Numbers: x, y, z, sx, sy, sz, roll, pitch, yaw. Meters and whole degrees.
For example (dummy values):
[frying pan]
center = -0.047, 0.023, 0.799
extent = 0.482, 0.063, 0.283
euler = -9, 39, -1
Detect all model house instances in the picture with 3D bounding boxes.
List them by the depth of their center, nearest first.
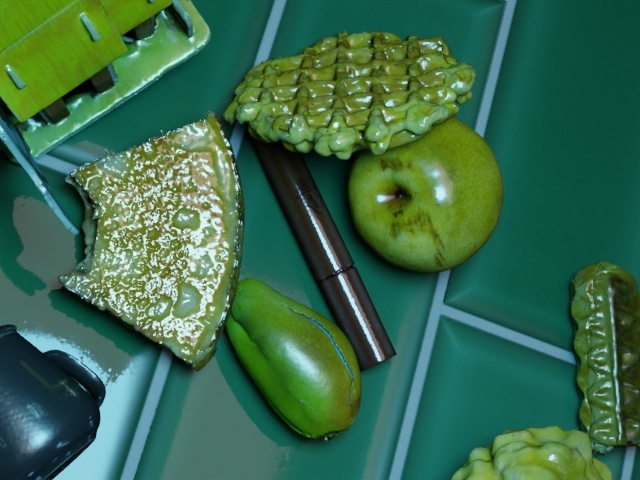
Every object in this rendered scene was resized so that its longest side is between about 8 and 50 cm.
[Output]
[model house]
center = -0.267, -0.217, 1.357
extent = 0.300, 0.323, 0.340
euler = -35, 86, -6

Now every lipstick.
[lipstick]
center = 0.000, 0.000, 1.575
extent = 0.057, 0.057, 0.357
euler = -23, 85, -24

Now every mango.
[mango]
center = -0.033, 0.140, 1.501
extent = 0.125, 0.111, 0.233
euler = -25, 73, -35

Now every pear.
[pear]
center = 0.143, -0.063, 1.569
extent = 0.208, 0.209, 0.209
euler = 5, 74, -19

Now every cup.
[cup]
center = -0.341, 0.189, 1.362
extent = 0.176, 0.169, 0.223
euler = 45, 31, 4

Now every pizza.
[pizza]
center = -0.206, -0.003, 1.482
extent = 0.223, 0.089, 0.323
euler = 4, 80, -9

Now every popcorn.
[popcorn]
center = 0.307, 0.388, 1.432
extent = 0.349, 0.381, 0.349
euler = 13, 67, -34

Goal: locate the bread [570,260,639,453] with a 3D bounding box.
[bread]
center = 0.401, 0.160, 1.662
extent = 0.087, 0.098, 0.269
euler = 23, 61, -58

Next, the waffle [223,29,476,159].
[waffle]
center = 0.044, -0.190, 1.529
extent = 0.302, 0.325, 0.068
euler = -30, 128, -33
